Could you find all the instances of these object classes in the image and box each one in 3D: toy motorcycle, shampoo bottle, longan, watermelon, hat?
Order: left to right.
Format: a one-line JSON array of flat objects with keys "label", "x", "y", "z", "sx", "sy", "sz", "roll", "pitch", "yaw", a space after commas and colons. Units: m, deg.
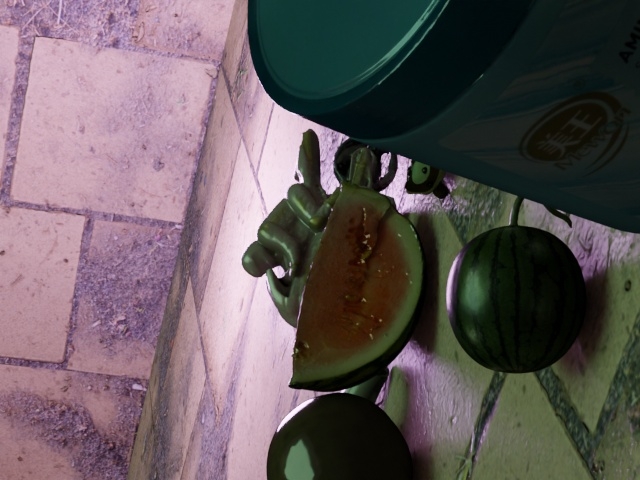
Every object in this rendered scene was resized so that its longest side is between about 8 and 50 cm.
[{"label": "toy motorcycle", "x": 0.000, "y": 0.000, "z": 2.023, "sx": 0.108, "sy": 0.223, "sz": 0.341, "roll": 65, "pitch": -150, "yaw": -67}, {"label": "longan", "x": 0.024, "y": 0.294, "z": 1.817, "sx": 0.220, "sy": 0.196, "sz": 0.197, "roll": -135, "pitch": 54, "yaw": -82}, {"label": "watermelon", "x": 0.078, "y": 0.078, "z": 1.861, "sx": 0.128, "sy": 0.159, "sz": 0.303, "roll": -11, "pitch": 54, "yaw": 47}, {"label": "hat", "x": 0.143, "y": -0.096, "z": 1.855, "sx": 0.076, "sy": 0.059, "sz": 0.077, "roll": 90, "pitch": -169, "yaw": -78}, {"label": "watermelon", "x": 0.195, "y": 0.039, "z": 1.412, "sx": 0.141, "sy": 0.140, "sz": 0.187, "roll": 134, "pitch": 140, "yaw": -66}, {"label": "shampoo bottle", "x": 0.172, "y": -0.199, "z": 1.087, "sx": 0.331, "sy": 0.342, "sz": 0.331, "roll": -33, "pitch": 49, "yaw": 46}]

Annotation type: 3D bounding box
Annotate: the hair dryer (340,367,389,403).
[{"label": "hair dryer", "x": 0.053, "y": 0.277, "z": 1.979, "sx": 0.225, "sy": 0.088, "sz": 0.219, "roll": 36, "pitch": 113, "yaw": 59}]
